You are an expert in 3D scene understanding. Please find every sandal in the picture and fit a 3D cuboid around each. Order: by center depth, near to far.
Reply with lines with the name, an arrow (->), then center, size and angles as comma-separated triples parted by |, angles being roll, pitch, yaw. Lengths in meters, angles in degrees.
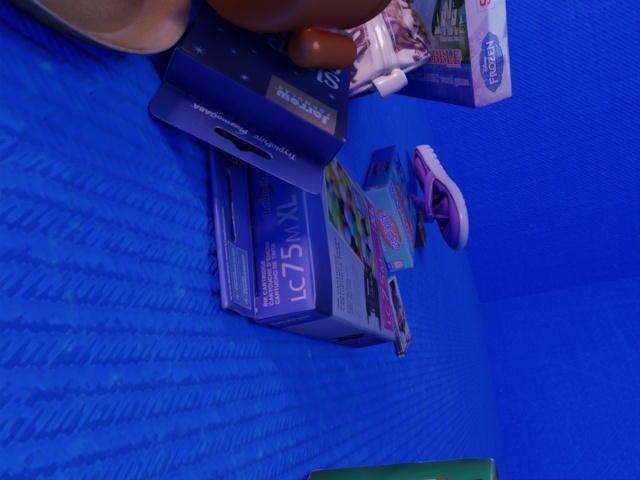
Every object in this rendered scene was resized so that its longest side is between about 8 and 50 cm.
sandal -> 0.294, -0.111, 1.355 | 0.416, 0.103, 0.169 | -99, 180, -54

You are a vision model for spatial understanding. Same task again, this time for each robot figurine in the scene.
robot figurine -> -0.010, -0.224, 0.373 | 0.158, 0.128, 0.219 | 49, 37, 5

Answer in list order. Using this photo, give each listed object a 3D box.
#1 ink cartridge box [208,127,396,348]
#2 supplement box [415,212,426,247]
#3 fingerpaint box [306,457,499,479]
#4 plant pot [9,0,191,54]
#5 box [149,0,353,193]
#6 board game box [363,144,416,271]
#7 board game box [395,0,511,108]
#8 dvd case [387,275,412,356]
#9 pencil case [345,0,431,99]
ink cartridge box -> 0.000, 0.000, 0.500 | 0.311, 0.065, 0.185 | 33, 47, -61
supplement box -> 0.206, -0.021, 1.111 | 0.083, 0.043, 0.054 | -55, 129, -66
fingerpaint box -> 0.042, 0.377, 0.198 | 0.445, 0.163, 0.370 | -18, 94, -71
plant pot -> -0.150, -0.210, 0.260 | 0.236, 0.033, 0.236 | -14, 90, -72
box -> -0.040, -0.145, 0.414 | 0.137, 0.036, 0.225 | 25, 44, -19
board game box -> 0.134, -0.066, 0.933 | 0.210, 0.047, 0.160 | -69, 141, -57
board game box -> 0.148, -0.377, 0.755 | 0.319, 0.066, 0.317 | -136, -152, -62
dvd case -> 0.128, 0.124, 0.841 | 0.087, 0.013, 0.119 | -18, 95, -71
pencil case -> 0.031, -0.397, 0.690 | 0.183, 0.160, 0.409 | -81, 154, -76
